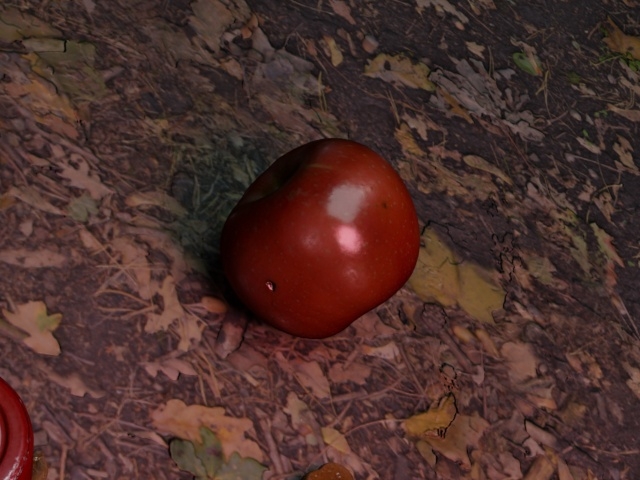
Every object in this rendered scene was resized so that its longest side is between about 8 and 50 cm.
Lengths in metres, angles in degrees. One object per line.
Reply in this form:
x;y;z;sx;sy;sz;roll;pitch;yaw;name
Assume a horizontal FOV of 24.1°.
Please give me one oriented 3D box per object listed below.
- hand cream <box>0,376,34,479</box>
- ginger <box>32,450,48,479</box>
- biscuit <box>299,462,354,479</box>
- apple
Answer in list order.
-0.379;0.222;1.481;0.193;0.125;0.193;6;52;-7;hand cream
-0.341;0.265;1.579;0.137;0.044;0.057;-12;44;-47;ginger
0.039;0.401;1.758;0.186;0.044;0.295;26;40;-12;biscuit
0.000;0.000;1.936;0.216;0.260;0.260;52;37;-13;apple
